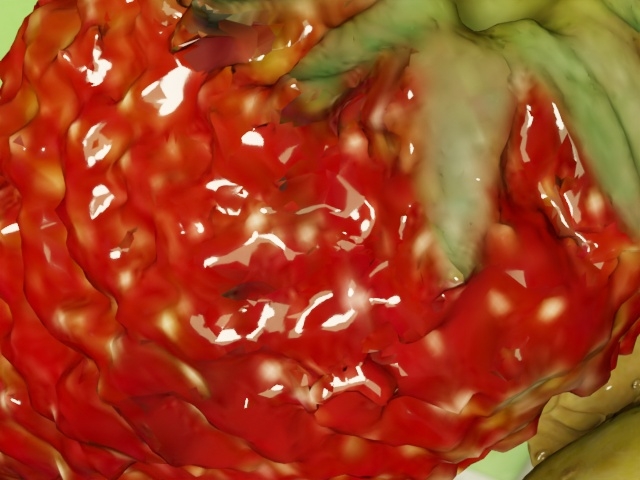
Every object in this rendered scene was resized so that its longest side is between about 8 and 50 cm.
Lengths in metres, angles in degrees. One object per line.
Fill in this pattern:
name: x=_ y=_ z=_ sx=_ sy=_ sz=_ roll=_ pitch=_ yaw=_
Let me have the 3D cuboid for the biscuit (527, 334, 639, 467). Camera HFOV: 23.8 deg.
biscuit: x=0.117 y=0.060 z=0.756 sx=0.184 sy=0.027 sz=0.133 roll=18 pitch=119 yaw=-12

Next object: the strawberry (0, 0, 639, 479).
strawberry: x=0.002 y=0.001 z=0.603 sx=0.292 sy=0.292 sz=0.343 roll=12 pitch=136 yaw=-8

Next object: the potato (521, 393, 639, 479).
potato: x=0.212 y=0.124 z=0.707 sx=0.300 sy=0.140 sz=0.173 roll=-17 pitch=138 yaw=-5
